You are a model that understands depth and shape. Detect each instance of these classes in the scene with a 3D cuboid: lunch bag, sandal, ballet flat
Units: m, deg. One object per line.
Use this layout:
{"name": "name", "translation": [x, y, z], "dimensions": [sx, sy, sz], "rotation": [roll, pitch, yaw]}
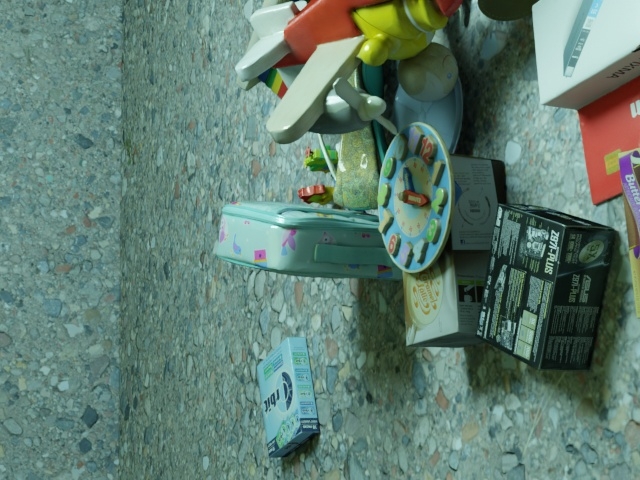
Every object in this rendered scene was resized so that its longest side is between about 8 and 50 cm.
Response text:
{"name": "lunch bag", "translation": [0.000, 0.000, 1.772], "dimensions": [0.224, 0.279, 0.107], "rotation": [8, 94, 54]}
{"name": "sandal", "translation": [0.292, -0.383, 1.469], "dimensions": [0.240, 0.088, 0.079], "rotation": [-53, 8, 52]}
{"name": "ballet flat", "translation": [0.050, -0.206, 1.830], "dimensions": [0.123, 0.123, 0.348], "rotation": [136, 136, -54]}

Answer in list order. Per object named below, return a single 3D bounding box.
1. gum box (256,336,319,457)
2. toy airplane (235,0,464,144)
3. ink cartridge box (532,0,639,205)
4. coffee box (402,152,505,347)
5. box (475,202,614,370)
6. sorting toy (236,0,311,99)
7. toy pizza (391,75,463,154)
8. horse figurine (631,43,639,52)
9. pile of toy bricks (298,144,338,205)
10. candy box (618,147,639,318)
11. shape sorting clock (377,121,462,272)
{"name": "gum box", "translation": [-0.063, 0.293, 2.125], "dimensions": [0.157, 0.041, 0.184], "rotation": [-46, 47, 53]}
{"name": "toy airplane", "translation": [0.069, -0.288, 1.606], "dimensions": [0.386, 0.272, 0.384], "rotation": [-46, 13, 5]}
{"name": "ink cartridge box", "translation": [0.361, -0.206, 1.286], "dimensions": [0.296, 0.066, 0.261], "rotation": [-31, 58, 59]}
{"name": "coffee box", "translation": [0.185, 0.018, 1.580], "dimensions": [0.141, 0.098, 0.246], "rotation": [-25, 64, 61]}
{"name": "box", "translation": [0.275, 0.055, 1.412], "dimensions": [0.147, 0.078, 0.180], "rotation": [-154, 70, -63]}
{"name": "sorting toy", "translation": [0.000, -0.374, 1.900], "dimensions": [0.089, 0.257, 0.255], "rotation": [41, 143, 10]}
{"name": "toy pizza", "translation": [0.167, -0.184, 1.726], "dimensions": [0.201, 0.032, 0.201], "rotation": [-177, 90, -64]}
{"name": "horse figurine", "translation": [0.431, -0.236, 1.048], "dimensions": [0.174, 0.066, 0.263], "rotation": [37, 133, 11]}
{"name": "pile of toy bricks", "translation": [0.019, -0.138, 1.942], "dimensions": [0.212, 0.105, 0.118], "rotation": [-35, 55, 58]}
{"name": "candy box", "translation": [0.381, -0.014, 1.216], "dimensions": [0.109, 0.053, 0.186], "rotation": [-15, 80, 63]}
{"name": "shape sorting clock", "translation": [0.126, -0.059, 1.552], "dimensions": [0.206, 0.040, 0.206], "rotation": [-19, 69, 62]}
